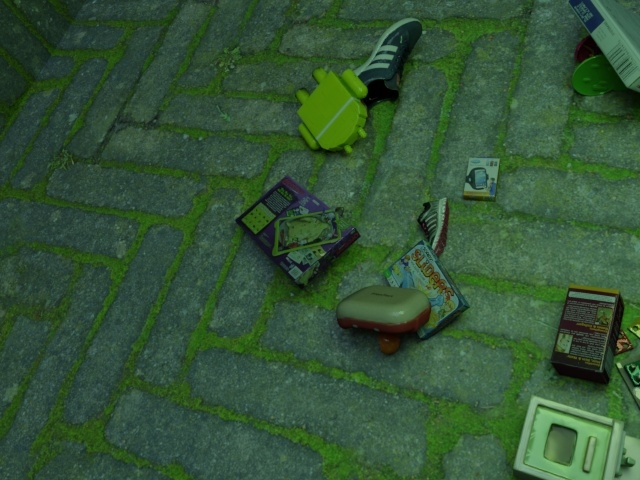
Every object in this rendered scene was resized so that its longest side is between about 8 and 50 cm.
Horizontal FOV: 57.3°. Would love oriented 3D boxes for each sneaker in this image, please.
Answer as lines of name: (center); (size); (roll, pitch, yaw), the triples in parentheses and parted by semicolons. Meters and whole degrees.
sneaker: (0.210, -0.505, 1.752); (0.350, 0.131, 0.148); (-49, 57, 0)
sneaker: (0.283, -0.033, 1.502); (0.075, 0.063, 0.170); (1, 64, 27)

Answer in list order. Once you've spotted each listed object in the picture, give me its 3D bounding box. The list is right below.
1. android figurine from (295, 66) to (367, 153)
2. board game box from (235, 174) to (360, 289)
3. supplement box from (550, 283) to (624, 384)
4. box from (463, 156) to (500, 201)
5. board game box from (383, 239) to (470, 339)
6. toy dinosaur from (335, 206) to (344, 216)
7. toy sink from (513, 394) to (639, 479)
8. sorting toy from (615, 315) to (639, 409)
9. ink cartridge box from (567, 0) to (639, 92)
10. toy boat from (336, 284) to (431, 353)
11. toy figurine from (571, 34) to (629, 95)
android figurine: (0.035, -0.374, 1.714); (0.248, 0.056, 0.273); (-48, 64, 25)
board game box: (-0.071, -0.034, 1.583); (0.208, 0.056, 0.347); (-45, 44, -4)
supplement box: (0.572, 0.197, 1.251); (0.104, 0.081, 0.188); (5, 63, 39)
box: (0.427, -0.169, 1.547); (0.081, 0.028, 0.136); (5, 66, 21)
board game box: (0.251, 0.116, 1.412); (0.136, 0.035, 0.201); (-43, 54, 22)
toy dinosaur: (0.000, 0.000, 1.589); (0.211, 0.064, 0.112); (-41, 45, -6)
toy sink: (0.508, 0.416, 1.134); (0.234, 0.131, 0.152); (14, 68, 24)
sorting toy: (0.698, 0.277, 1.198); (0.132, 0.046, 0.274); (-20, 57, 7)
ink cartridge box: (0.814, -0.475, 1.483); (0.071, 0.330, 0.324); (-48, 44, 41)
toy boat: (0.149, 0.196, 1.381); (0.231, 0.151, 0.151); (3, 19, 41)
toy figurine: (0.755, -0.488, 1.577); (0.173, 0.130, 0.159); (9, 53, -1)
